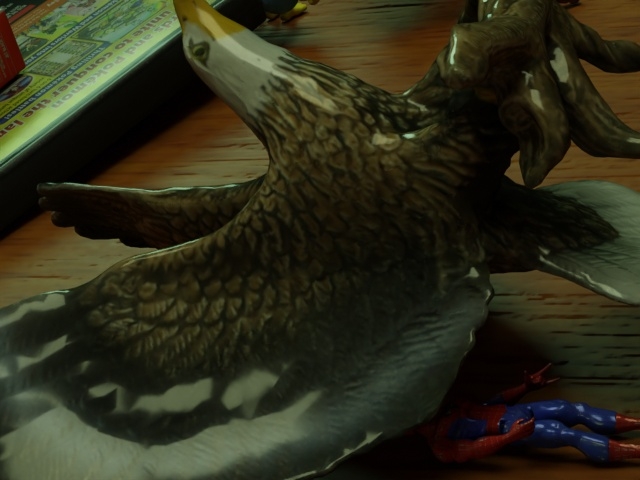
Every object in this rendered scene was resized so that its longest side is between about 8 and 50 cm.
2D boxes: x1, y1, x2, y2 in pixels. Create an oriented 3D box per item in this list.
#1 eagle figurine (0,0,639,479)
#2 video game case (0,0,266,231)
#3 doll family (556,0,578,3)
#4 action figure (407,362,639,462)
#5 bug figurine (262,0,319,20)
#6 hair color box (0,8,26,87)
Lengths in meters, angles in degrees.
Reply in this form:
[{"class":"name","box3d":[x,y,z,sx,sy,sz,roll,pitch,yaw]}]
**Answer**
[{"class":"eagle figurine","box3d":[-0.006,-0.009,0.749,0.226,0.298,0.225,10,44,-48]},{"class":"video game case","box3d":[-0.211,-0.096,1.106,0.248,0.035,0.275,13,43,40]},{"class":"doll family","box3d":[0.075,-0.197,1.118,0.193,0.076,0.111,12,28,14]},{"class":"action figure","box3d":[0.084,0.073,0.707,0.115,0.030,0.038,-4,32,21]},{"class":"bug figurine","box3d":[-0.034,-0.221,1.245,0.216,0.072,0.279,9,35,35]},{"class":"hair color box","box3d":[-0.247,-0.086,1.033,0.072,0.043,0.141,7,39,34]}]
